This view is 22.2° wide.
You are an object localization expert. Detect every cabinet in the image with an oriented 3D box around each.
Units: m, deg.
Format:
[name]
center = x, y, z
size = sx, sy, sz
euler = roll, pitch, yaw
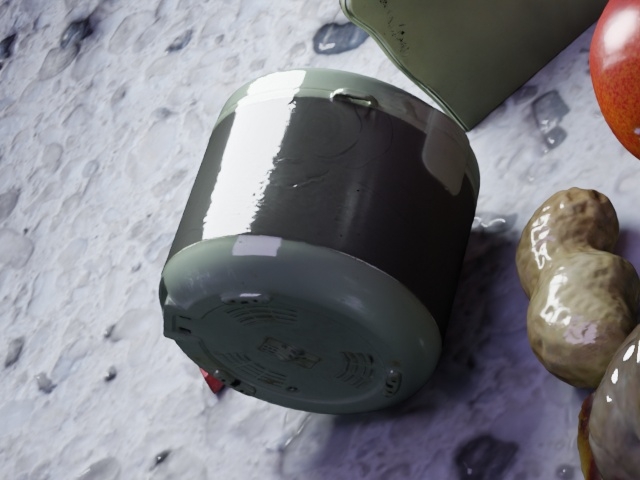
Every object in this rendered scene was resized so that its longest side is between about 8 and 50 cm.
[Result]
[cabinet]
center = 0.149, -0.348, 1.753
size = 0.290, 0.227, 0.318
euler = -41, 35, 12

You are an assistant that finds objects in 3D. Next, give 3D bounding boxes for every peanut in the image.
[peanut]
center = 0.224, 0.037, 1.419
size = 0.104, 0.086, 0.228
euler = -25, 38, 17

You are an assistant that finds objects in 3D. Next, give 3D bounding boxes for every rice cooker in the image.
[rice cooker]
center = 0.002, -0.001, 1.537
size = 0.288, 0.288, 0.277
euler = -16, 45, 39

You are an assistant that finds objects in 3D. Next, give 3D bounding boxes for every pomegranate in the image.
[pomegranate]
center = 0.352, -0.146, 1.350
size = 0.256, 0.221, 0.221
euler = 19, 71, 43

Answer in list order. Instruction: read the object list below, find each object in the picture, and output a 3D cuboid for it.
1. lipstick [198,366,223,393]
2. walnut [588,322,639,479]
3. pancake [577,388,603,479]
[lipstick]
center = -0.034, 0.028, 1.745
size = 0.312, 0.051, 0.051
euler = -51, 35, -3
[walnut]
center = 0.290, 0.113, 1.083
size = 0.224, 0.224, 0.224
euler = -29, 38, 26
[pancake]
center = 0.343, 0.184, 1.157
size = 0.305, 0.067, 0.427
euler = -39, 33, 11
